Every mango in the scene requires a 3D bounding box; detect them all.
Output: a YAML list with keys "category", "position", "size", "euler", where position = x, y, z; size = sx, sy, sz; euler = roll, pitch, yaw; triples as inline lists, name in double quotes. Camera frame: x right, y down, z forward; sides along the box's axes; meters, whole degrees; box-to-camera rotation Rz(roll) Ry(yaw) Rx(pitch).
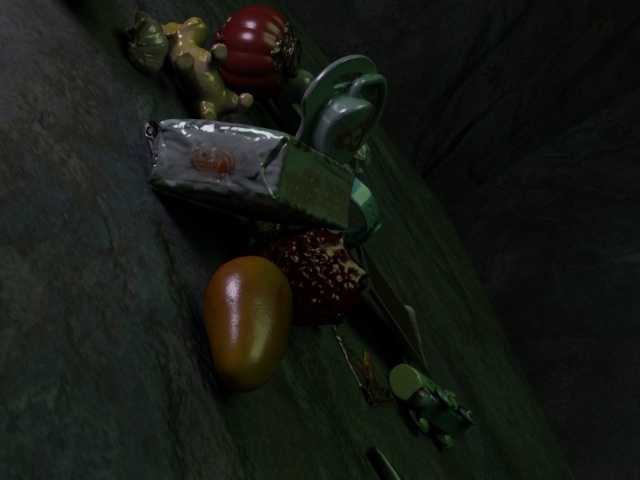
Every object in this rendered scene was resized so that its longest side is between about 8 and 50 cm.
- category: "mango"
  position: [-0.104, 0.110, 1.138]
  size: [0.138, 0.113, 0.253]
  euler: [55, 22, -26]

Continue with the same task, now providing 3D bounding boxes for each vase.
- category: "vase"
  position: [-0.021, -0.307, 2.177]
  size: [0.360, 0.165, 0.165]
  euler: [49, 17, -14]

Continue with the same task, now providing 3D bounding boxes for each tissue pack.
- category: "tissue pack"
  position: [-0.101, -0.103, 1.337]
  size: [0.311, 0.227, 0.128]
  euler: [15, 84, -67]

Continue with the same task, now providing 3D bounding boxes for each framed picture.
- category: "framed picture"
  position: [0.157, 0.144, 1.834]
  size: [0.293, 0.018, 0.231]
  euler: [56, 12, -30]

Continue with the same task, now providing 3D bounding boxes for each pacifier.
- category: "pacifier"
  position: [0.009, -0.330, 2.007]
  size: [0.288, 0.343, 0.269]
  euler: [-16, 52, -41]

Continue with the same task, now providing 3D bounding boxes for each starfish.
- category: "starfish"
  position: [-0.081, -0.014, 1.587]
  size: [0.138, 0.050, 0.247]
  euler: [54, 22, -15]

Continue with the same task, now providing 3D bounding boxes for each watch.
- category: "watch"
  position: [0.029, -0.065, 1.756]
  size: [0.195, 0.237, 0.068]
  euler: [40, 58, -1]

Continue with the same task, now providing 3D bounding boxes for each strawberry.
- category: "strawberry"
  position: [-0.038, 0.060, 1.360]
  size: [0.201, 0.184, 0.187]
  euler: [11, 46, -30]

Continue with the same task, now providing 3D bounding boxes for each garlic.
- category: "garlic"
  position: [-0.315, -0.361, 1.484]
  size: [0.094, 0.074, 0.113]
  euler: [-96, 167, -80]

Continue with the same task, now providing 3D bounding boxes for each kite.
- category: "kite"
  position: [0.091, 0.262, 1.630]
  size: [0.241, 0.014, 0.183]
  euler: [52, 15, -16]

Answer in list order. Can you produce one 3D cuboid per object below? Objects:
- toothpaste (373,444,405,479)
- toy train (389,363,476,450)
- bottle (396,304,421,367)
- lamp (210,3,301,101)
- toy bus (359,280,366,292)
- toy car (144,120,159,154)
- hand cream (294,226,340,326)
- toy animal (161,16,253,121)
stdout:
- category: "toothpaste"
  position: [0.144, 0.440, 1.405]
  size: [0.197, 0.034, 0.057]
  euler: [59, -1, 11]
- category: "toy train"
  position: [0.242, 0.354, 1.787]
  size: [0.253, 0.105, 0.157]
  euler: [39, 9, -49]
- category: "bottle"
  position: [0.214, 0.235, 1.981]
  size: [0.060, 0.060, 0.217]
  euler: [51, 15, -22]
- category: "lamp"
  position: [-0.154, -0.439, 1.917]
  size: [0.227, 0.226, 0.227]
  euler: [51, 16, -21]
- category: "toy bus"
  position: [0.042, 0.060, 1.773]
  size: [0.162, 0.069, 0.074]
  euler: [44, 20, -46]
- category: "toy car"
  position: [-0.262, -0.151, 1.320]
  size: [0.093, 0.025, 0.041]
  euler: [66, 16, 19]
- category: "hand cream"
  position: [0.000, 0.000, 1.554]
  size: [0.140, 0.089, 0.314]
  euler: [104, -24, -57]
- category: "toy animal"
  position: [-0.232, -0.327, 1.581]
  size: [0.233, 0.121, 0.168]
  euler: [62, -19, -13]
